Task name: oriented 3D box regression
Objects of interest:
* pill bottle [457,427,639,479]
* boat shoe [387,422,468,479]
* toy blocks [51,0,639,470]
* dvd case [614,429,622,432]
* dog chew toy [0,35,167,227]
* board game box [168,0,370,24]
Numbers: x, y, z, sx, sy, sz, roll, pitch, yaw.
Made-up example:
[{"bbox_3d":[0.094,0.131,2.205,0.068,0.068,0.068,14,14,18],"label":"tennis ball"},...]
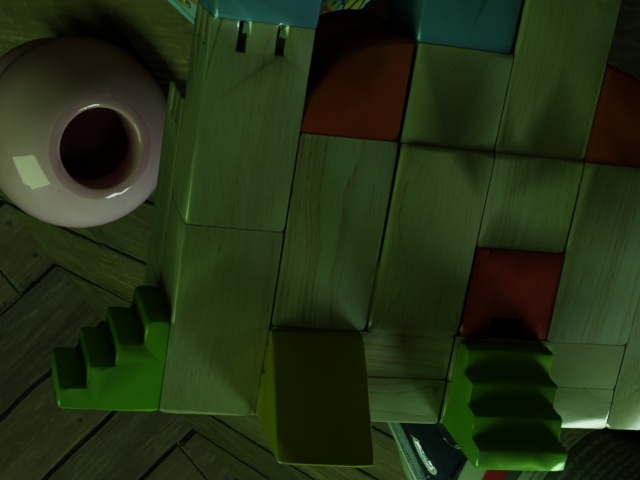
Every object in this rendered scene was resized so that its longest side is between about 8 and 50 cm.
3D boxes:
[{"bbox_3d":[0.276,0.274,1.039,0.318,0.176,0.176,31,157,38],"label":"pill bottle"},{"bbox_3d":[0.155,0.215,1.254,0.341,0.127,0.158,56,167,-28],"label":"boat shoe"},{"bbox_3d":[0.069,-0.044,0.637,0.191,0.381,0.261,-128,45,-66],"label":"toy blocks"},{"bbox_3d":[0.214,0.106,1.036,0.087,0.013,0.119,33,159,34],"label":"dvd case"},{"bbox_3d":[-0.298,-0.138,1.413,0.207,0.206,0.332,56,167,-29],"label":"dog chew toy"},{"bbox_3d":[-0.071,-0.246,0.737,0.275,0.142,0.144,43,162,9],"label":"board game box"}]
